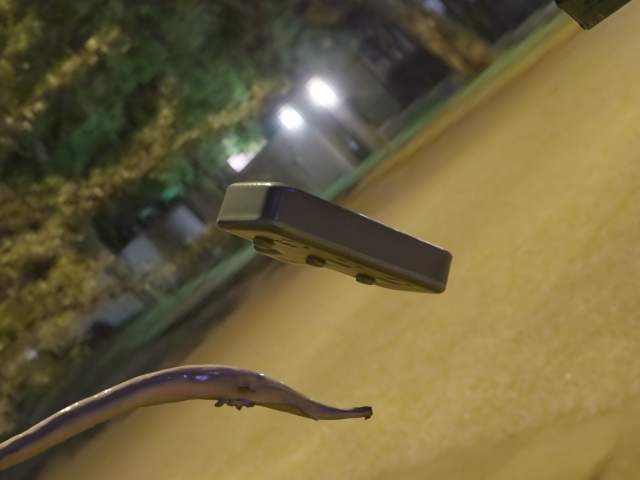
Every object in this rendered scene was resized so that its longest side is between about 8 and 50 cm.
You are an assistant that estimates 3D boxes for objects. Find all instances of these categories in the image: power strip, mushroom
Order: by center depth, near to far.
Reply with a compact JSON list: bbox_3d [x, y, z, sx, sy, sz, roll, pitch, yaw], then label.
[{"bbox_3d":[-0.106,0.117,0.959,0.306,0.043,0.068,-10,-30,-18],"label":"mushroom"},{"bbox_3d":[0.000,0.001,1.660,0.193,0.265,0.059,3,75,56],"label":"power strip"}]

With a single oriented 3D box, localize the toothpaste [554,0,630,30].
[{"bbox_3d":[0.286,-0.262,1.078,0.272,0.053,0.066,-35,-29,22],"label":"toothpaste"}]
